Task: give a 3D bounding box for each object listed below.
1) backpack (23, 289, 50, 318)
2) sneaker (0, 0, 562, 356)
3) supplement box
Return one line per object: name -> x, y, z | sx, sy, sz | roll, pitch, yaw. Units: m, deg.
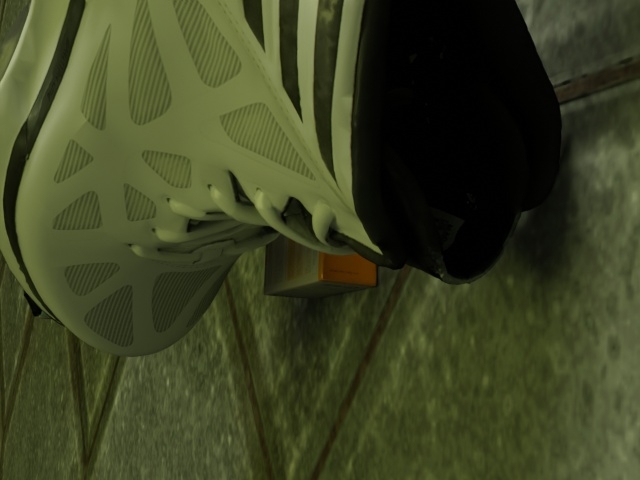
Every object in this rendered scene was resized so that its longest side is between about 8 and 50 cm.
backpack -> -0.235, -0.009, 1.370 | 0.152, 0.115, 0.182 | 170, 105, -81
sneaker -> -0.040, -0.026, 0.688 | 0.257, 0.169, 0.447 | 51, 147, 27
supplement box -> 0.000, 0.000, 0.829 | 0.098, 0.036, 0.062 | 165, 110, -67
